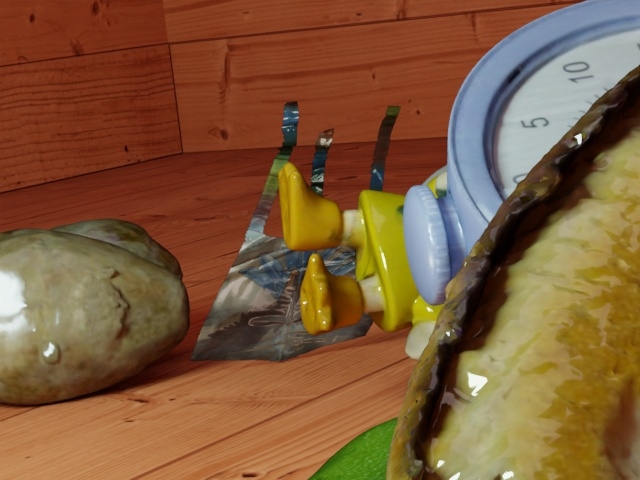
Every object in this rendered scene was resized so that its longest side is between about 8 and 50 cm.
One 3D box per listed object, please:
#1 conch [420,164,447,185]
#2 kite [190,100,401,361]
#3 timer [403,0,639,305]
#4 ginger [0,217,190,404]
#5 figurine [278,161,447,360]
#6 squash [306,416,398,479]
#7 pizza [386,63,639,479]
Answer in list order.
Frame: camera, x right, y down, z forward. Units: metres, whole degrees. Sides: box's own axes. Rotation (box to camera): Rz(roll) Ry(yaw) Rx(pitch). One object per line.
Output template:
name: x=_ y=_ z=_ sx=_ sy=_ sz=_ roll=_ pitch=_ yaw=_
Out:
conch: x=0.159 y=0.010 z=1.634 sx=0.275 sy=0.182 sz=0.148 roll=-4 pitch=46 yaw=39
kite: x=-0.001 y=-0.002 z=1.520 sx=0.169 sy=0.310 sz=0.015 roll=-3 pitch=47 yaw=-24
timer: x=0.244 y=-0.028 z=1.200 sx=0.395 sy=0.173 sz=0.395 roll=-2 pitch=42 yaw=1
ginger: x=-0.232 y=0.062 z=1.659 sx=0.245 sy=0.155 sz=0.304 roll=-13 pitch=-1 yaw=5
figurine: x=0.143 y=0.000 z=1.426 sx=0.344 sy=0.215 sz=0.187 roll=-1 pitch=-21 yaw=-16
squash: x=0.026 y=0.152 z=0.900 sx=0.101 sy=0.101 sz=0.379 roll=-4 pitch=7 yaw=21
pizza: x=0.248 y=0.013 z=0.924 sx=0.435 sy=0.080 sz=0.391 roll=7 pitch=50 yaw=-6
